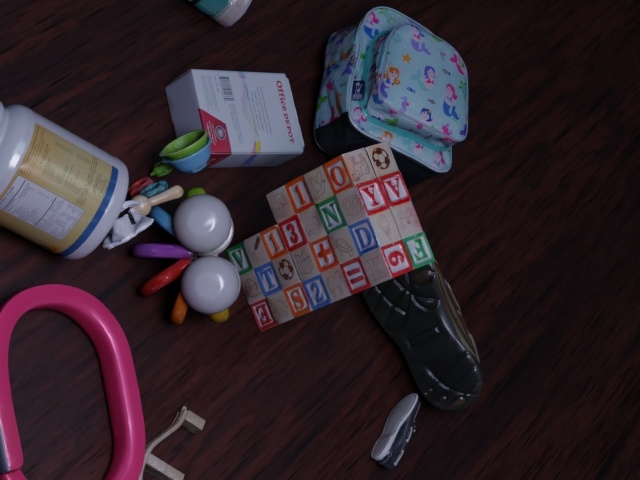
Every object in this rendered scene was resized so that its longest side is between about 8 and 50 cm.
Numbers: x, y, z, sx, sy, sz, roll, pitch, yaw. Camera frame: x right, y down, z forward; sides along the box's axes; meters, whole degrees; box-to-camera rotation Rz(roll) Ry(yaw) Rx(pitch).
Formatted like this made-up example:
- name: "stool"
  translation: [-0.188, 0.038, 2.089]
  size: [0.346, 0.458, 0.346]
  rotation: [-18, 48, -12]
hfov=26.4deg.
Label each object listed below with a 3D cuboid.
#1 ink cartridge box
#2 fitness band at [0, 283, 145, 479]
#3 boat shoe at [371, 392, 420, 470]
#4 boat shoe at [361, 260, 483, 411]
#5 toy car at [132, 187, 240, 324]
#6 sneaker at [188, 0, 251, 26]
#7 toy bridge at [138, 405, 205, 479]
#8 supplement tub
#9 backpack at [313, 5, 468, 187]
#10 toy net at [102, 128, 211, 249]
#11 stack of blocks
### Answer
- name: "ink cartridge box"
  translation: [-0.122, -0.173, 1.963]
  size: [0.175, 0.072, 0.127]
  rotation: [-3, 75, -42]
- name: "fitness band"
  translation: [-0.317, 0.197, 1.663]
  size: [0.209, 0.054, 0.291]
  rotation: [0, 74, -44]
- name: "boat shoe"
  translation: [0.118, 0.281, 2.007]
  size: [0.038, 0.046, 0.125]
  rotation: [45, 52, -18]
- name: "boat shoe"
  translation: [0.150, 0.103, 2.074]
  size: [0.324, 0.122, 0.120]
  rotation: [67, 16, -1]
- name: "toy car"
  translation: [-0.179, 0.023, 1.801]
  size: [0.136, 0.159, 0.182]
  rotation: [-7, 88, -2]
- name: "sneaker"
  translation: [-0.139, -0.472, 2.045]
  size: [0.121, 0.108, 0.302]
  rotation: [32, 56, -33]
- name: "toy bridge"
  translation: [-0.204, 0.291, 1.736]
  size: [0.063, 0.026, 0.188]
  rotation: [36, 52, -24]
- name: "supplement tub"
  translation: [-0.353, -0.077, 1.674]
  size: [0.199, 0.144, 0.144]
  rotation: [30, 55, -29]
- name: "backpack"
  translation: [0.114, -0.236, 2.127]
  size: [0.225, 0.191, 0.253]
  rotation: [24, 53, -31]
- name: "toy net"
  translation: [-0.232, -0.067, 1.781]
  size: [0.232, 0.122, 0.045]
  rotation: [-51, 125, -46]
- name: "stack of blocks"
  translation: [0.000, 0.000, 1.844]
  size: [0.087, 0.297, 0.171]
  rotation: [-19, 86, -42]
